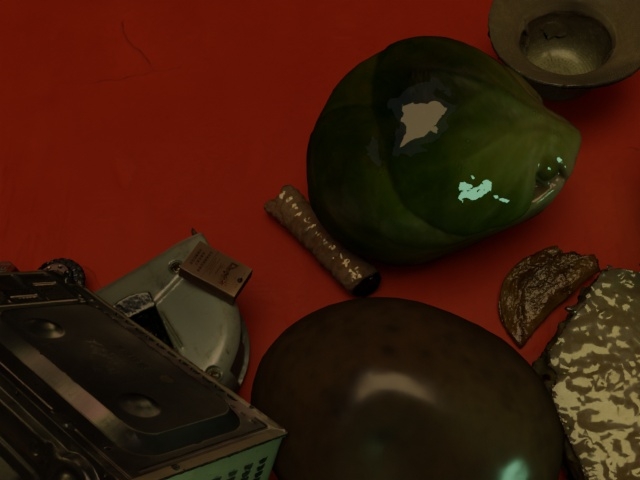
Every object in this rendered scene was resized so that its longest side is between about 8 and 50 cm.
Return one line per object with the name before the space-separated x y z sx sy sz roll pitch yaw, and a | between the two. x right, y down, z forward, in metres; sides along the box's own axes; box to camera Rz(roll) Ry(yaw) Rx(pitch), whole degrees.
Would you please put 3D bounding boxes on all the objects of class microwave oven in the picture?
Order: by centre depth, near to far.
microwave oven | -0.293 0.250 0.785 0.394 0.247 0.332 27 107 30

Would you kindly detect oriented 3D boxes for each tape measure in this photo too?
tape measure | -0.215 0.131 1.001 0.243 0.125 0.246 -31 61 -10

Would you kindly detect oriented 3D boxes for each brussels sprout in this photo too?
brussels sprout | 0.159 -0.123 1.017 0.355 0.281 0.289 5 62 -2

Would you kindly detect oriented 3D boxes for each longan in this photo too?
longan | 0.092 0.204 0.844 0.350 0.288 0.288 14 63 14

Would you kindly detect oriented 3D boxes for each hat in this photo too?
hat | 0.383 -0.296 1.167 0.257 0.130 0.257 -3 60 5

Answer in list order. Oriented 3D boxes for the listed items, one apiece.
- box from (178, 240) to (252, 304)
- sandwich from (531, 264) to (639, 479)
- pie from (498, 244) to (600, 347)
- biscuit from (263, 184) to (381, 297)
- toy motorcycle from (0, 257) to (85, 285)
box | -0.138 0.042 0.981 0.083 0.024 0.053 30 53 3
sandwich | 0.395 0.193 0.892 0.262 0.131 0.325 -16 63 -2
pie | 0.307 0.063 1.031 0.170 0.034 0.092 -38 65 -8
biscuit | 0.000 0.000 1.090 0.061 0.055 0.219 -41 64 -4
toy motorcycle | -0.490 0.102 1.070 0.298 0.089 0.171 -6 61 4
